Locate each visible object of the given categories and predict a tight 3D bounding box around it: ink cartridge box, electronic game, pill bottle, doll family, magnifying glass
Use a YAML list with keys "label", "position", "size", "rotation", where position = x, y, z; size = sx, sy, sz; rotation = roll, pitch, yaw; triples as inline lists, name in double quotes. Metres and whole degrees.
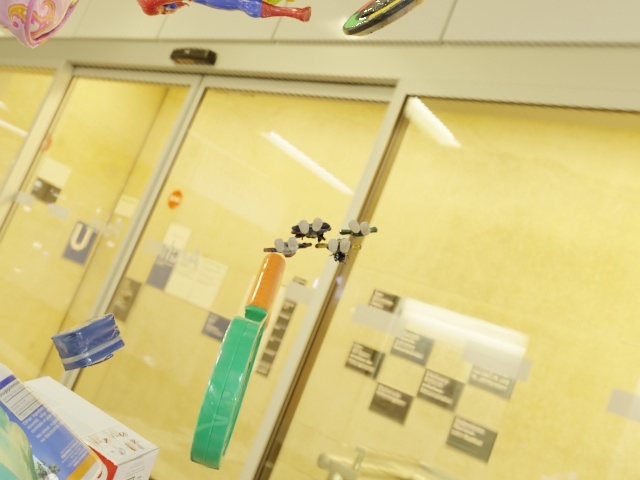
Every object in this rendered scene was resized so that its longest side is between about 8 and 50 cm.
- label: "ink cartridge box"
  position: [-0.504, 0.459, 1.343]
  size: [0.309, 0.272, 0.130]
  rotation: [24, 8, 22]
- label: "electronic game"
  position: [0.143, -0.477, 1.382]
  size: [0.048, 0.229, 0.229]
  rotation: [54, -21, -22]
- label: "pill bottle"
  position: [-0.432, 0.258, 0.908]
  size: [0.272, 0.152, 0.152]
  rotation: [46, -11, -4]
- label: "doll family"
  position: [0.000, 0.000, 1.187]
  size: [0.192, 0.076, 0.111]
  rotation: [6, -2, 0]
- label: "magnifying glass"
  position: [-0.053, 0.069, 0.502]
  size: [0.026, 0.092, 0.231]
  rotation: [16, 24, 1]

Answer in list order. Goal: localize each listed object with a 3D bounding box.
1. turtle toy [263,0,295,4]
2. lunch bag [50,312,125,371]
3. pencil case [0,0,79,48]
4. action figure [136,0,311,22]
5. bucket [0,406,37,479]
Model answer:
- label: "turtle toy"
  position: [-0.066, -0.396, 1.037]
  size: [0.130, 0.095, 0.066]
  rotation: [-19, 12, -4]
- label: "lunch bag"
  position: [-0.344, 0.154, 1.045]
  size: [0.067, 0.065, 0.098]
  rotation: [-15, 7, 34]
- label: "pencil case"
  position: [-0.416, -0.338, 0.785]
  size: [0.284, 0.124, 0.124]
  rotation: [32, -9, -3]
- label: "action figure"
  position: [-0.145, -0.357, 0.967]
  size: [0.280, 0.092, 0.139]
  rotation: [6, 30, 9]
- label: "bucket"
  position: [-0.367, 0.257, 0.576]
  size: [0.281, 0.281, 0.183]
  rotation: [26, -7, -27]
